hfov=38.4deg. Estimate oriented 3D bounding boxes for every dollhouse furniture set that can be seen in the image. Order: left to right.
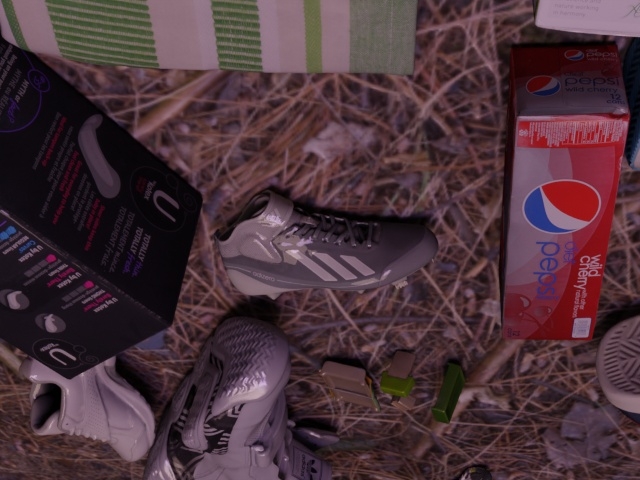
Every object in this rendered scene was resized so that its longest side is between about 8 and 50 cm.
[{"bbox_3d":[0.079,0.155,1.029,0.152,0.058,0.076,9,148,26],"label":"dollhouse furniture set"}]

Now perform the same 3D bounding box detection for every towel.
[{"bbox_3d":[-0.091,-0.225,0.650,0.325,0.038,0.247,2,137,3],"label":"towel"}]

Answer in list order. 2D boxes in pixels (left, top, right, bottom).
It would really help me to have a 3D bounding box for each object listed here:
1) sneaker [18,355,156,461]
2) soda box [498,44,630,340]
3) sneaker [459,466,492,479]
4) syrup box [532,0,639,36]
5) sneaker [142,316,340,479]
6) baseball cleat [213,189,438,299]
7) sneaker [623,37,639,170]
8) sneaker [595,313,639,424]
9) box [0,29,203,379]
[{"bbox_3d":[-0.269,0.184,1.029,0.090,0.115,0.232,15,140,38],"label":"sneaker"},{"bbox_3d":[0.196,-0.031,0.769,0.084,0.092,0.263,1,136,8],"label":"soda box"},{"bbox_3d":[0.196,0.314,1.178,0.035,0.031,0.083,14,142,-26],"label":"sneaker"},{"bbox_3d":[0.191,-0.247,0.543,0.096,0.093,0.236,5,136,3],"label":"syrup box"},{"bbox_3d":[-0.059,0.218,1.038,0.210,0.137,0.366,20,140,-14],"label":"sneaker"},{"bbox_3d":[0.000,0.000,0.845,0.206,0.072,0.109,-12,127,14],"label":"baseball cleat"},{"bbox_3d":[0.279,-0.135,0.655,0.092,0.087,0.228,7,138,-2],"label":"sneaker"},{"bbox_3d":[0.452,0.115,0.876,0.350,0.131,0.148,-11,142,25],"label":"sneaker"},{"bbox_3d":[-0.253,-0.032,0.776,0.143,0.165,0.270,-29,125,31],"label":"box"}]
